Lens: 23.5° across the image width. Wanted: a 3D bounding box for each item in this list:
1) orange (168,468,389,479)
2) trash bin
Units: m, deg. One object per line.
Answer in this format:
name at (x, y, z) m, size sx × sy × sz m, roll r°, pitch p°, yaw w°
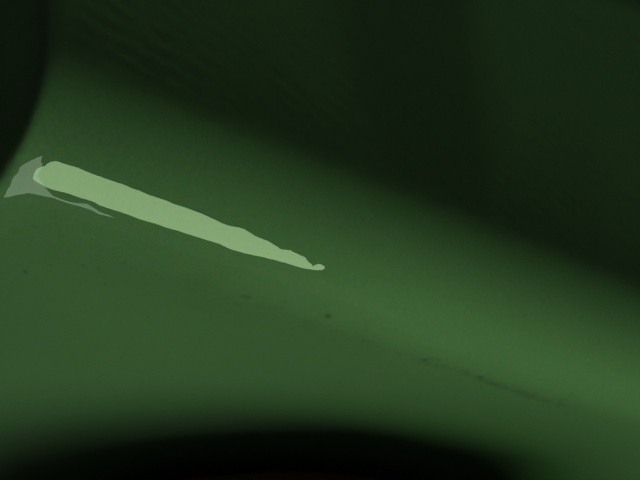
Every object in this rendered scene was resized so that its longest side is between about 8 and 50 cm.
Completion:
orange at (0.002, 0.181, 0.474) m, size 0.249 × 0.183 × 0.249 m, roll -1°, pitch 154°, yaw 0°
trash bin at (0.000, 0.000, 0.493) m, size 0.343 × 0.158 × 0.223 m, roll 20°, pitch 145°, yaw -38°
